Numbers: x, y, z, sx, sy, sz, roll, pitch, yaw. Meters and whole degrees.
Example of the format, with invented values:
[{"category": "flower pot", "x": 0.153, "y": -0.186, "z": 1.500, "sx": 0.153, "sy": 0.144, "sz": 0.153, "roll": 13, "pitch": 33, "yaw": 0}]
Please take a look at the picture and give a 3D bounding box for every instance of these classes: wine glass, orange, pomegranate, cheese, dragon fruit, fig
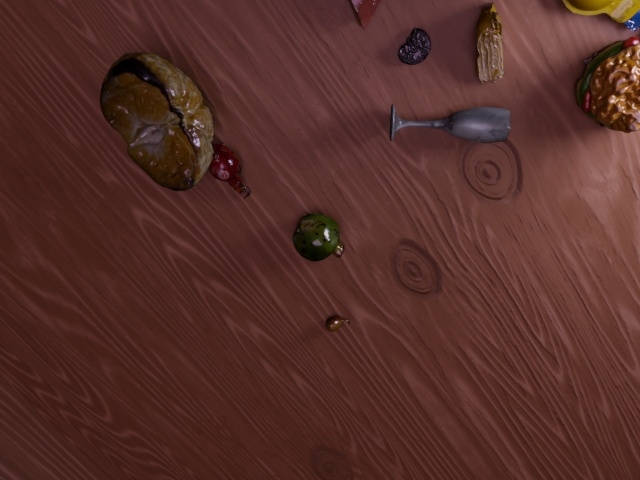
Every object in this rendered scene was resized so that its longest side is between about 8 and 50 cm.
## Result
[{"category": "wine glass", "x": 0.341, "y": -0.233, "z": 1.444, "sx": 0.309, "sy": 0.096, "sz": 0.265, "roll": 3, "pitch": 114, "yaw": 4}, {"category": "orange", "x": -0.417, "y": -0.324, "z": 1.421, "sx": 0.270, "sy": 0.210, "sz": 0.369, "roll": -13, "pitch": 115, "yaw": 31}, {"category": "pomegranate", "x": 0.000, "y": -0.001, "z": 1.577, "sx": 0.169, "sy": 0.122, "sz": 0.143, "roll": 34, "pitch": 85, "yaw": -7}, {"category": "cheese", "x": 0.679, "y": -0.604, "z": 1.249, "sx": 0.270, "sy": 0.069, "sz": 0.177, "roll": 30, "pitch": 115, "yaw": -12}, {"category": "dragon fruit", "x": -0.263, "y": -0.197, "z": 1.534, "sx": 0.094, "sy": 0.094, "sz": 0.191, "roll": -28, "pitch": 114, "yaw": 18}, {"category": "fig", "x": 0.056, "y": 0.273, "z": 1.746, "sx": 0.083, "sy": 0.050, "sz": 0.050, "roll": -9, "pitch": 115, "yaw": -9}]

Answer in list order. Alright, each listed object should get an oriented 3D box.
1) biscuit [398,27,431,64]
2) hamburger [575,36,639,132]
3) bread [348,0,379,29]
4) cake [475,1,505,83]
[{"category": "biscuit", "x": 0.242, "y": -0.501, "z": 1.367, "sx": 0.087, "sy": 0.027, "sz": 0.089, "roll": -10, "pitch": 114, "yaw": 10}, {"category": "hamburger", "x": 0.765, "y": -0.381, "z": 1.302, "sx": 0.236, "sy": 0.149, "sz": 0.237, "roll": 3, "pitch": 115, "yaw": 6}, {"category": "bread", "x": 0.108, "y": -0.633, "z": 1.296, "sx": 0.119, "sy": 0.067, "sz": 0.193, "roll": 27, "pitch": 115, "yaw": -7}, {"category": "cake", "x": 0.422, "y": -0.504, "z": 1.343, "sx": 0.079, "sy": 0.116, "sz": 0.185, "roll": -14, "pitch": 145, "yaw": 17}]
